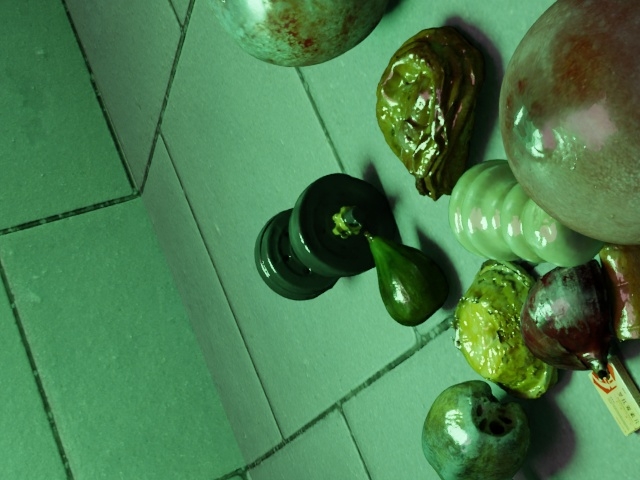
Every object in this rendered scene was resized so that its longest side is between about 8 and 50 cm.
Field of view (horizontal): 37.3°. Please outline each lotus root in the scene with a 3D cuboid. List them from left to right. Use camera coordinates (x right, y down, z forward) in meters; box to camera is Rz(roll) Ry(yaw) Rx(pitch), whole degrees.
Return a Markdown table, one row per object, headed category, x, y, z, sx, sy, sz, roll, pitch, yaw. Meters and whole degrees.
| category | x | y | z | sx | sy | sz | roll | pitch | yaw |
| --- | --- | --- | --- | --- | --- | --- | --- | --- | --- |
| lotus root | 0.229 | 0.322 | 1.471 | 0.158 | 0.140 | 0.322 | 28 | 155 | 12 |

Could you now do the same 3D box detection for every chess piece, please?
| category | x | y | z | sx | sy | sz | roll | pitch | yaw |
| --- | --- | --- | --- | --- | --- | --- | --- | --- | --- |
| chess piece | 0.257 | -0.028 | 1.147 | 0.243 | 0.133 | 0.133 | -154 | 49 | -75 |

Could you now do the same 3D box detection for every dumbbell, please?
| category | x | y | z | sx | sy | sz | roll | pitch | yaw |
| --- | --- | --- | --- | --- | --- | --- | --- | --- | --- |
| dumbbell | 0.000 | 0.000 | 1.743 | 0.185 | 0.185 | 0.388 | 70 | 158 | 5 |

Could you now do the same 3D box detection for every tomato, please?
| category | x | y | z | sx | sy | sz | roll | pitch | yaw |
| --- | --- | --- | --- | --- | --- | --- | --- | --- | --- |
| tomato | -0.037 | -0.421 | 1.422 | 0.317 | 0.282 | 0.316 | 42 | 150 | 31 |
| tomato | 0.296 | -0.124 | 0.928 | 0.270 | 0.227 | 0.270 | 48 | 146 | 49 |

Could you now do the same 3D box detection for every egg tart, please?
| category | x | y | z | sx | sy | sz | roll | pitch | yaw |
| --- | --- | --- | --- | --- | --- | --- | --- | --- | --- |
| egg tart | 0.262 | 0.134 | 1.372 | 0.212 | 0.090 | 0.212 | 39 | 136 | 51 |

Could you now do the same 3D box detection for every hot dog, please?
| category | x | y | z | sx | sy | sz | roll | pitch | yaw |
| --- | --- | --- | --- | --- | --- | --- | --- | --- | --- |
| hot dog | 0.152 | -0.169 | 1.362 | 0.175 | 0.114 | 0.259 | 54 | 150 | 39 |

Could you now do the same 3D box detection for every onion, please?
| category | x | y | z | sx | sy | sz | roll | pitch | yaw |
| --- | --- | --- | --- | --- | --- | --- | --- | --- | --- |
| onion | 0.296 | 0.106 | 1.165 | 0.206 | 0.098 | 0.151 | 74 | -170 | -55 |

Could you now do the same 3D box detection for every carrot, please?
| category | x | y | z | sx | sy | sz | roll | pitch | yaw |
| --- | --- | --- | --- | --- | --- | --- | --- | --- | --- |
| carrot | 0.357 | 0.014 | 1.107 | 0.072 | 0.072 | 0.205 | 151 | 108 | -67 |

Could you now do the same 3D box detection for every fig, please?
| category | x | y | z | sx | sy | sz | roll | pitch | yaw |
| --- | --- | --- | --- | --- | --- | --- | --- | --- | --- |
| fig | 0.137 | 0.051 | 1.556 | 0.177 | 0.117 | 0.117 | 61 | 155 | 16 |

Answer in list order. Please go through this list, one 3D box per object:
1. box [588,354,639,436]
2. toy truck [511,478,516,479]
| category | x | y | z | sx | sy | sz | roll | pitch | yaw |
| --- | --- | --- | --- | --- | --- | --- | --- | --- | --- |
| box | 0.387 | 0.200 | 1.222 | 0.093 | 0.015 | 0.058 | 62 | 153 | 22 |
| toy truck | 0.343 | 0.439 | 1.367 | 0.286 | 0.111 | 0.136 | -161 | 88 | -73 |
